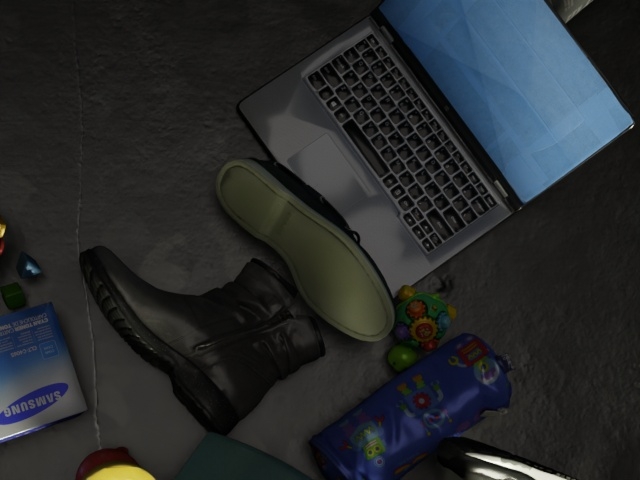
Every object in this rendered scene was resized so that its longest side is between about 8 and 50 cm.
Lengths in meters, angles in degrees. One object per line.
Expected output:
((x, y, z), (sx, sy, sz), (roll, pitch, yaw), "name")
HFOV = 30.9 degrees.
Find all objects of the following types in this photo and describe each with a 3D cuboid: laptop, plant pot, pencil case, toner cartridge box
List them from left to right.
((-0.511, 0.213, 1.569), (0.348, 0.075, 0.165), (-17, 83, -23), "toner cartridge box")
((-0.086, 0.375, 1.584), (0.234, 0.165, 0.165), (34, 77, 9), "plant pot")
((0.137, 0.256, 1.651), (0.306, 0.119, 0.133), (-33, 63, -11), "pencil case")
((0.149, -0.181, 1.665), (0.408, 0.236, 0.382), (-35, 84, -7), "laptop")

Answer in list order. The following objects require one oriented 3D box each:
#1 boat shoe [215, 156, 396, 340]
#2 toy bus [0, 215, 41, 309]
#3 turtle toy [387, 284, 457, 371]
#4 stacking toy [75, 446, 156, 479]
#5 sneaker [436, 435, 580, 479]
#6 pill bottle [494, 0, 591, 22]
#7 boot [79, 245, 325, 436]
((-0.002, 0.003, 1.681), (0.340, 0.113, 0.127), (40, 119, 16), "boat shoe")
((-0.520, 0.029, 1.623), (0.202, 0.191, 0.104), (-31, 42, -11), "toy bus")
((0.141, 0.133, 1.695), (0.095, 0.066, 0.130), (25, 108, -13), "turtle toy")
((-0.325, 0.453, 1.592), (0.309, 0.130, 0.279), (-35, 111, -9), "stacking toy")
((0.268, 0.364, 1.613), (0.283, 0.107, 0.124), (25, 83, -30), "sneaker")
((0.357, -0.452, 1.771), (0.363, 0.210, 0.210), (-40, 86, -12), "pill bottle")
((-0.169, 0.094, 1.666), (0.223, 0.118, 0.338), (-42, 93, -19), "boot")
